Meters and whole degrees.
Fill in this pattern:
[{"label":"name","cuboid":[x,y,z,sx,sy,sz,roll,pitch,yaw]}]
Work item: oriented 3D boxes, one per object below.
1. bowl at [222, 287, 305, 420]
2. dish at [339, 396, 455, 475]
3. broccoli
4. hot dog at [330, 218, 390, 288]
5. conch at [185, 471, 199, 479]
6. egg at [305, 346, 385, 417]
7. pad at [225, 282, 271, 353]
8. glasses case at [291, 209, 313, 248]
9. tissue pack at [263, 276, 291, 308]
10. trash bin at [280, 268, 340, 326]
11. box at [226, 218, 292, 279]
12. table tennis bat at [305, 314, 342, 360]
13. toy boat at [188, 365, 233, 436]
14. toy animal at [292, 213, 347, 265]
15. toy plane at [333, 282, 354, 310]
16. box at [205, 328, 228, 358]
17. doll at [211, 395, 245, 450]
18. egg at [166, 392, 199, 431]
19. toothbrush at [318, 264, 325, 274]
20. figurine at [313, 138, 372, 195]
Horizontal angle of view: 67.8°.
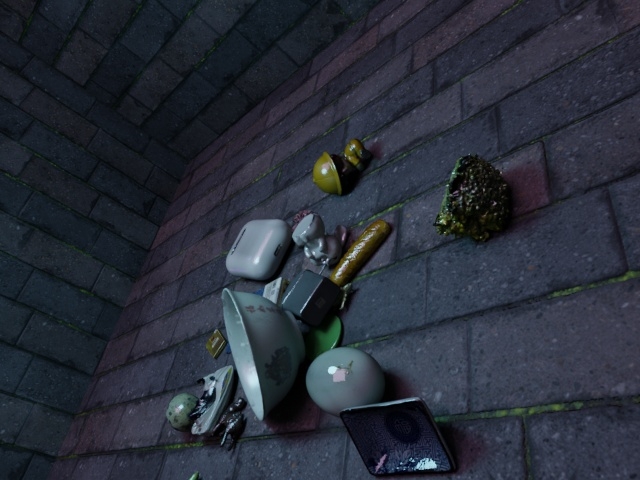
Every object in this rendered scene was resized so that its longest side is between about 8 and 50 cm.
[{"label":"bowl","cuboid":[-0.171,0.343,1.567,0.196,0.435,0.435,-15,23,-20]},{"label":"dish","cuboid":[0.186,0.445,1.114,0.243,0.182,0.080,-26,2,38]},{"label":"broccoli","cuboid":[0.428,-0.097,1.325,0.180,0.273,0.242,21,60,13]},{"label":"hot dog","cuboid":[0.134,0.044,1.642,0.286,0.061,0.088,-55,42,2]},{"label":"conch","cuboid":[-0.470,0.899,1.617,0.095,0.079,0.201,-48,11,36]},{"label":"egg","cuboid":[0.060,0.380,1.284,0.264,0.183,0.183,-15,48,54]},{"label":"pad","cuboid":[-0.294,0.325,2.003,0.269,0.012,0.270,-31,38,35]},{"label":"glasses case","cuboid":[-0.071,-0.068,2.026,0.102,0.070,0.193,-36,35,27]},{"label":"tissue pack","cuboid":[-0.161,0.236,1.818,0.106,0.099,0.149,-29,39,39]},{"label":"trash bin","cuboid":[-0.041,0.195,1.652,0.177,0.101,0.236,-54,18,-12]},{"label":"box","cuboid":[-0.280,0.038,2.141,0.349,0.141,0.289,1,62,55]},{"label":"table tennis bat","cuboid":[0.005,0.352,1.539,0.160,0.039,0.257,-32,32,33]},{"label":"toy boat","cuboid":[-0.413,0.591,1.789,0.140,0.140,0.269,-23,48,42]},{"label":"toy animal","cuboid":[-0.001,-0.008,1.748,0.127,0.193,0.179,-33,34,37]},{"label":"toy plane","cuboid":[0.073,0.186,1.599,0.111,0.040,0.102,-46,33,16]},{"label":"box","cuboid":[-0.457,0.453,2.091,0.090,0.023,0.133,-56,30,-5]},{"label":"doll","cuboid":[-0.313,0.636,1.681,0.139,0.057,0.165,4,59,59]},{"label":"egg","cuboid":[-0.532,0.670,1.862,0.181,0.141,0.141,-14,48,58]},{"label":"toothbrush","cuboid":[-0.019,0.146,1.795,0.167,0.014,0.011,-59,13,-7]},{"label":"figurine","cuboid":[0.081,-0.310,1.965,0.257,0.167,0.192,-47,17,8]}]
